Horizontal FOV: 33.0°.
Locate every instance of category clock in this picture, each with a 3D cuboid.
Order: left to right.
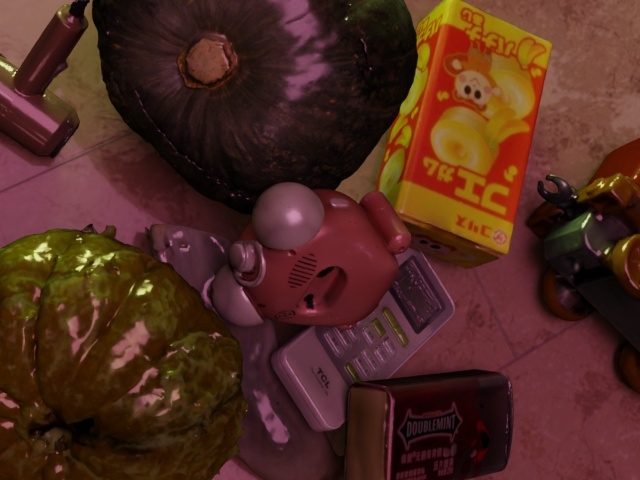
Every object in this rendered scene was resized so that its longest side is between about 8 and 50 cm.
[{"bbox_3d":[-0.013,0.023,1.039,0.162,0.166,0.093,5,42,-35],"label":"clock"}]

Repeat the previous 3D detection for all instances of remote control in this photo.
[{"bbox_3d":[0.052,0.099,1.164,0.250,0.034,0.103,-36,98,-42],"label":"remote control"}]

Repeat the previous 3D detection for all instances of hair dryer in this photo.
[{"bbox_3d":[-0.269,-0.169,1.058,0.117,0.182,0.064,36,37,-13],"label":"hair dryer"}]

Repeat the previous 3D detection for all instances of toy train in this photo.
[{"bbox_3d":[0.405,0.027,1.279,0.369,0.163,0.231,43,65,-10],"label":"toy train"}]

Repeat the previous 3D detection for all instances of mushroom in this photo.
[{"bbox_3d":[-0.080,0.132,1.133,0.109,0.097,0.351,-28,99,-24],"label":"mushroom"}]

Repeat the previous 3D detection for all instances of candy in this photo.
[{"bbox_3d":[0.158,-0.121,1.224,0.146,0.088,0.276,19,72,-18],"label":"candy"}]

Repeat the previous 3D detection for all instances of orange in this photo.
[{"bbox_3d":[-0.208,0.125,0.996,0.301,0.223,0.300,21,119,2],"label":"orange"}]

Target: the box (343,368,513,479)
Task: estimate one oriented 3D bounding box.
[{"bbox_3d":[0.117,0.202,1.151,0.224,0.069,0.120,5,89,-48],"label":"box"}]

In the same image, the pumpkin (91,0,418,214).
[{"bbox_3d":[-0.074,-0.191,1.076,0.328,0.257,0.291,35,110,-3],"label":"pumpkin"}]

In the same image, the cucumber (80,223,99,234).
[{"bbox_3d":[-0.232,0.041,1.116,0.067,0.035,0.107,-31,97,-1],"label":"cucumber"}]
